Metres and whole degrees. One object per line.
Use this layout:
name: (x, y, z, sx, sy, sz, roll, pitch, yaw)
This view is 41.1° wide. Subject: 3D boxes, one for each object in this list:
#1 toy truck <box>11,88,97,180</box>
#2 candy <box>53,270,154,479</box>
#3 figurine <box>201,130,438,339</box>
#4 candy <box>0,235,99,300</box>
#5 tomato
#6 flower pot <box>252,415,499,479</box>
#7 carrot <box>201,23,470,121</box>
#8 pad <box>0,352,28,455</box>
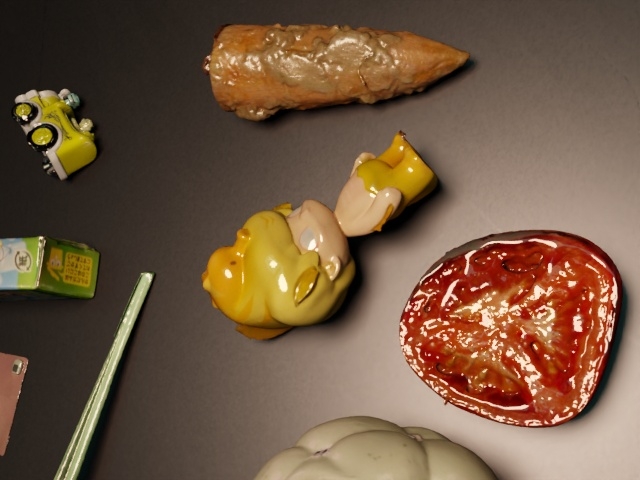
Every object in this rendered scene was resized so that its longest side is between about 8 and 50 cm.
toy truck: (-0.307, -0.132, 0.993, 0.077, 0.076, 0.111, -30, 68, -13)
candy: (-0.240, 0.187, 0.890, 0.093, 0.092, 0.335, -4, 63, 59)
figurine: (0.000, 0.000, 0.804, 0.246, 0.131, 0.156, -38, 32, 11)
candy: (-0.357, 0.033, 0.956, 0.194, 0.097, 0.062, -3, 80, 23)
tomato: (0.163, 0.070, 0.738, 0.174, 0.082, 0.166, 14, 87, 20)
flower pot: (0.043, 0.262, 0.679, 0.246, 0.195, 0.246, -5, 76, 21)
carrot: (0.019, -0.178, 0.863, 0.263, 0.102, 0.102, 2, 78, 17)
pad: (-0.429, 0.177, 1.000, 0.187, 0.006, 0.113, 8, 81, 24)
